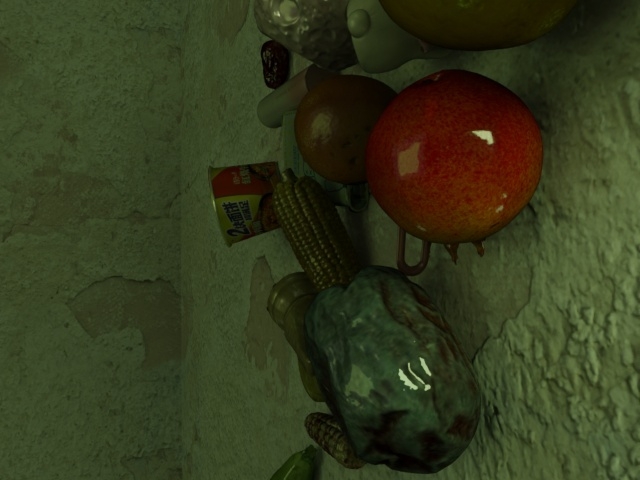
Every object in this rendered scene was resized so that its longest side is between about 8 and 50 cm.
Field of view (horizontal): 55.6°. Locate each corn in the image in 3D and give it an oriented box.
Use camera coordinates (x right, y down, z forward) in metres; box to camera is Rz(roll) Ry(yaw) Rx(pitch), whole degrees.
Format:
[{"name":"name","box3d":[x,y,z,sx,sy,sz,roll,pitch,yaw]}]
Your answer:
[{"name":"corn","box3d":[0.000,0.000,1.201,0.322,0.119,0.119,61,149,9]},{"name":"corn","box3d":[0.029,0.397,1.228,0.237,0.079,0.080,171,100,-69]}]

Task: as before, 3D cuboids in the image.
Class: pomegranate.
[{"name":"pomegranate","box3d":[0.174,-0.088,0.784,0.221,0.220,0.257,-127,18,-54]}]

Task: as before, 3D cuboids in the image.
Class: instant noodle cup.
[{"name":"instant noodle cup","box3d":[-0.171,-0.102,1.518,0.213,0.174,0.213,167,90,-89]}]

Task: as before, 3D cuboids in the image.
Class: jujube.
[{"name":"jujube","box3d":[0.106,0.184,0.889,0.247,0.215,0.308,88,160,-53]},{"name":"jujube","box3d":[-0.122,-0.469,1.619,0.077,0.077,0.129,-150,59,-63]}]

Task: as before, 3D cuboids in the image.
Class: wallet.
[{"name":"wallet","box3d":[0.006,-0.183,1.310,0.309,0.077,0.224,-165,75,-63]}]

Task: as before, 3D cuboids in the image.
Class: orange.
[{"name":"orange","box3d":[0.179,-0.346,0.692,0.235,0.278,0.279,117,145,-44]},{"name":"orange","box3d":[0.056,-0.193,1.061,0.206,0.205,0.206,-178,90,-66]}]

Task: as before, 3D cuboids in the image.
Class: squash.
[{"name":"squash","box3d":[-0.089,0.622,1.425,0.118,0.118,0.371,-123,43,-52]}]

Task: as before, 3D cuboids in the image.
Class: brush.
[{"name":"brush","box3d":[0.152,-0.059,0.950,0.047,0.103,0.234,10,99,61]}]

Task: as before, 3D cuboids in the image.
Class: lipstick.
[{"name":"lipstick","box3d":[-0.061,-0.341,1.454,0.326,0.087,0.087,177,94,-65]}]

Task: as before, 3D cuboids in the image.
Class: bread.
[{"name":"bread","box3d":[0.009,0.276,1.267,0.156,0.086,0.125,-161,67,-67]}]

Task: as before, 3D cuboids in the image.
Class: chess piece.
[{"name":"chess piece","box3d":[-0.017,0.175,1.237,0.301,0.137,0.137,-131,48,-65]}]

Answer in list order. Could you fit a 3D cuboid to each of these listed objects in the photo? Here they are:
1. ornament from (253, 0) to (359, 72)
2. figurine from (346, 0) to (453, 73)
[{"name":"ornament","box3d":[0.007,-0.446,1.116,0.225,0.259,0.259,-60,31,12]},{"name":"figurine","box3d":[0.165,-0.329,0.899,0.155,0.235,0.127,34,-134,-71]}]
